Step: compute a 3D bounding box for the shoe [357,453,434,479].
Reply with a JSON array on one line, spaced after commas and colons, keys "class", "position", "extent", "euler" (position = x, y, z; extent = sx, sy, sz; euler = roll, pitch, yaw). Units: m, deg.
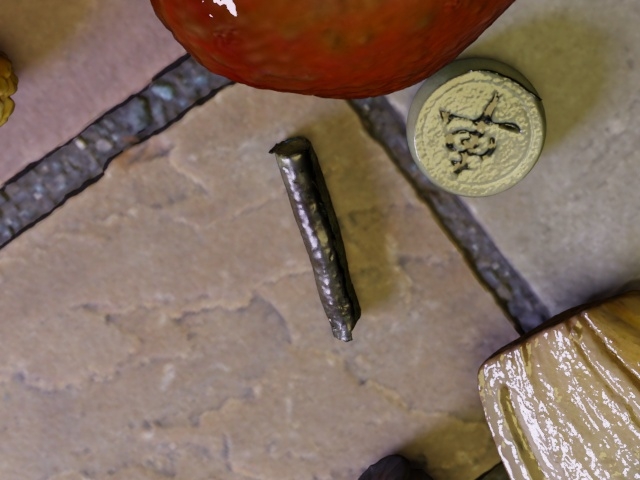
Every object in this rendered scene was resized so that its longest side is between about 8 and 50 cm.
[{"class": "shoe", "position": [0.016, 0.286, 1.104], "extent": [0.149, 0.109, 0.293], "euler": [36, 101, -10]}]

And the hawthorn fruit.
[{"class": "hawthorn fruit", "position": [0.018, -0.219, 0.852], "extent": [0.299, 0.275, 0.275], "euler": [-41, 107, -5]}]

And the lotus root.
[{"class": "lotus root", "position": [0.182, 0.097, 1.055], "extent": [0.159, 0.095, 0.135], "euler": [-38, 85, 21]}]

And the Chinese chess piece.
[{"class": "Chinese chess piece", "position": [0.093, -0.066, 1.024], "extent": [0.084, 0.034, 0.084], "euler": [-1, 110, -2]}]

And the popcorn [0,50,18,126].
[{"class": "popcorn", "position": [-0.215, -0.090, 0.978], "extent": [0.082, 0.083, 0.057], "euler": [29, 109, 15]}]

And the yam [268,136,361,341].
[{"class": "yam", "position": [0.000, 0.000, 1.049], "extent": [0.027, 0.033, 0.129], "euler": [-27, 116, -22]}]
